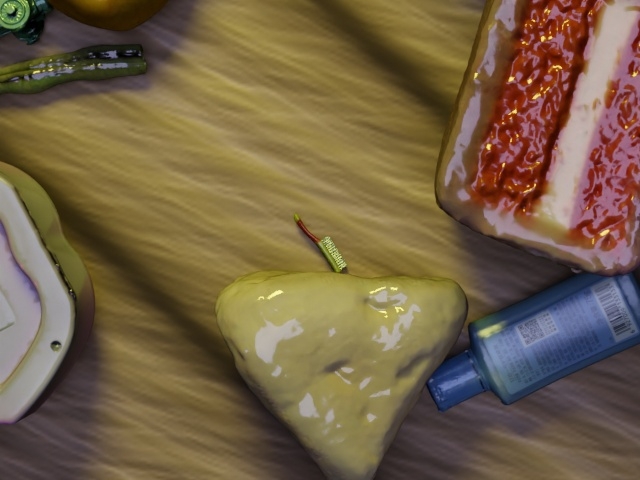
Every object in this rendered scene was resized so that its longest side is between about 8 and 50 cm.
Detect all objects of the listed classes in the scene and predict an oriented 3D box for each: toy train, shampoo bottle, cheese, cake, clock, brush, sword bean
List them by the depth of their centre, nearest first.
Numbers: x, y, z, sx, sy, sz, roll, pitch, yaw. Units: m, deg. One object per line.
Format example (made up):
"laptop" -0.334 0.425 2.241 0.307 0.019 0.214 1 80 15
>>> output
"cake" 0.258 -0.132 1.400 0.237 0.230 0.308 19 95 2
"clock" -0.420 0.067 1.451 0.339 0.102 0.338 0 93 2
"cheese" 0.016 0.099 1.455 0.248 0.173 0.251 39 96 -10
"toy train" -0.384 -0.253 1.498 0.172 0.070 0.099 -21 83 3
"shampoo bottle" 0.238 0.114 1.503 0.258 0.061 0.103 -26 94 4
"sword bean" -0.326 -0.180 1.516 0.269 0.038 0.043 -12 69 3
"brush" 0.000 0.000 1.525 0.021 0.019 0.083 -39 92 -5

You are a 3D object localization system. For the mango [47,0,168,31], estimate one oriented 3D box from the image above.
"mango" -0.231 -0.406 1.433 0.253 0.182 0.364 -2 106 0
